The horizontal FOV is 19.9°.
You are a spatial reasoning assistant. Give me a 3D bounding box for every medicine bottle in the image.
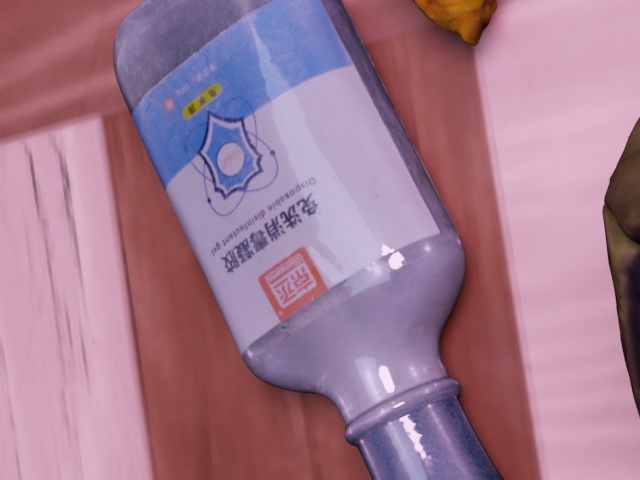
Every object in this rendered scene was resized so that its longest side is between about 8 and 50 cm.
[{"bbox_3d":[0.000,0.000,0.617,0.090,0.054,0.208,-34,73,29],"label":"medicine bottle"}]

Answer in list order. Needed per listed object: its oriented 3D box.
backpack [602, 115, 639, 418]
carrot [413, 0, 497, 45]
[{"bbox_3d":[0.190,0.042,0.407,0.253,0.207,0.140,11,55,33],"label":"backpack"},{"bbox_3d":[-0.014,-0.202,0.625,0.066,0.066,0.314,-34,76,30],"label":"carrot"}]
